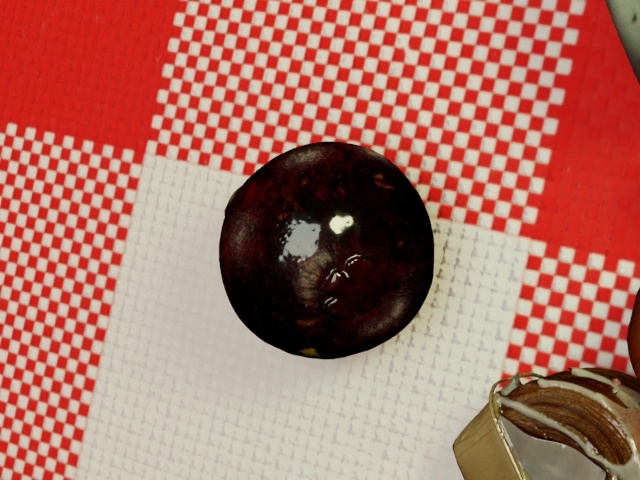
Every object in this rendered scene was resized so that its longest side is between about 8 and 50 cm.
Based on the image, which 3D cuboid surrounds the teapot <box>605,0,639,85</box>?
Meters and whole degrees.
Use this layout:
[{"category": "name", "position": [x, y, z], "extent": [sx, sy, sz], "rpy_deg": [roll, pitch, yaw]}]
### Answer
[{"category": "teapot", "position": [0.400, -0.281, 1.243], "extent": [0.285, 0.305, 0.223], "rpy_deg": [-20, 113, 18]}]

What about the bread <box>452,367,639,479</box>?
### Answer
[{"category": "bread", "position": [0.248, 0.222, 1.292], "extent": [0.212, 0.142, 0.224], "rpy_deg": [-35, 71, 37]}]

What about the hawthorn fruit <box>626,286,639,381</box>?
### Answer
[{"category": "hawthorn fruit", "position": [0.367, 0.092, 1.205], "extent": [0.169, 0.169, 0.188], "rpy_deg": [-61, 33, 11]}]

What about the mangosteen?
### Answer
[{"category": "mangosteen", "position": [0.000, 0.000, 1.409], "extent": [0.228, 0.228, 0.265], "rpy_deg": [-57, 24, 12]}]
